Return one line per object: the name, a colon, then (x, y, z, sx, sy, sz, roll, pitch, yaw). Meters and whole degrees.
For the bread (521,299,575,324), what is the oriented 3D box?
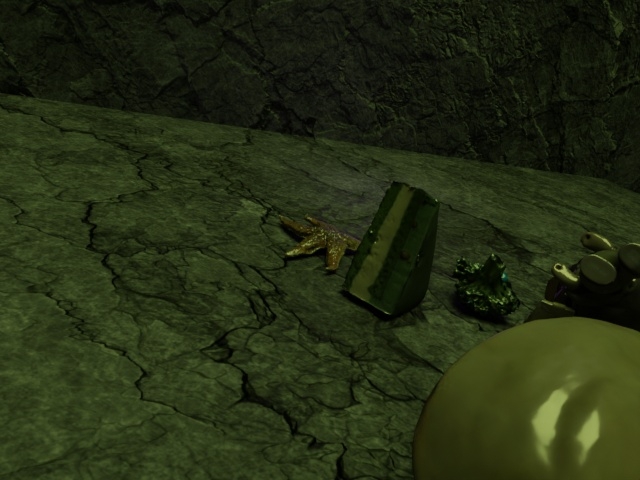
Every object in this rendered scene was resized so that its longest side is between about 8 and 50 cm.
bread: (0.495, 0.181, 1.213, 0.077, 0.152, 0.105, 18, 27, 9)

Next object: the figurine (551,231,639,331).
figurine: (0.617, 0.103, 1.184, 0.203, 0.248, 0.380, 48, 2, 31)

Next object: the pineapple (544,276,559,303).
pineapple: (0.720, 0.161, 1.440, 0.248, 0.128, 0.128, 17, 21, -12)

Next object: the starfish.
starfish: (0.001, -0.004, 1.490, 0.299, 0.060, 0.302, 19, 23, 6)

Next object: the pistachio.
pistachio: (0.326, 0.279, 0.703, 0.445, 0.281, 0.365, -14, 66, -19)

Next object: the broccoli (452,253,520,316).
broccoli: (0.405, 0.102, 1.336, 0.154, 0.160, 0.167, 7, 41, -16)

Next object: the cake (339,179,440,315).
cake: (0.194, 0.016, 1.287, 0.158, 0.284, 0.172, 28, 10, 31)
